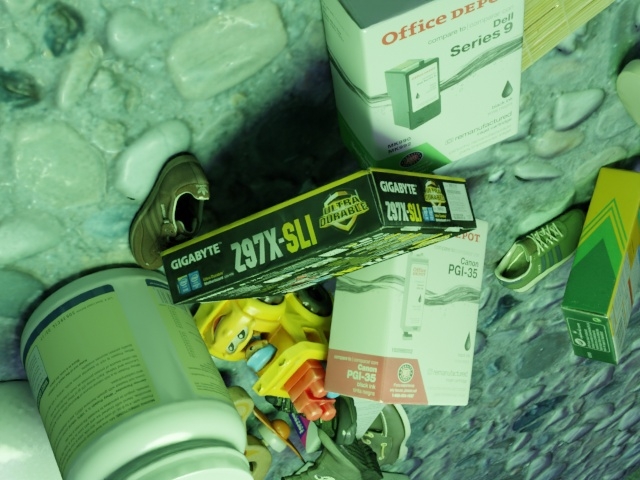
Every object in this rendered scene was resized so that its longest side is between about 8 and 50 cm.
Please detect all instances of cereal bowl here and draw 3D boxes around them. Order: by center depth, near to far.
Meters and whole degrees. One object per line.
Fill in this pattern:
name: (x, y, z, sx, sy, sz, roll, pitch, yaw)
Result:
cereal bowl: (-0.477, 0.362, 1.502, 0.339, 0.141, 0.339, -19, 143, -15)

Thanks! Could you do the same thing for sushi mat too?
sushi mat: (0.362, -0.352, 1.351, 0.316, 0.019, 0.151, -37, 144, 7)

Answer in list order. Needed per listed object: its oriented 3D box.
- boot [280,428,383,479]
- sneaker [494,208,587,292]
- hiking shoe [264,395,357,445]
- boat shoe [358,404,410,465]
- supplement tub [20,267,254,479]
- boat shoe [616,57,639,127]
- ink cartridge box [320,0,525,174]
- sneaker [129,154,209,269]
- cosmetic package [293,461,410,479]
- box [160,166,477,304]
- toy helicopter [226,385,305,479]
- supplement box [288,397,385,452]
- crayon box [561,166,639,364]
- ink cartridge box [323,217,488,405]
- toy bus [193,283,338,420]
boot: (0.002, 0.393, 1.766, 0.161, 0.083, 0.246, -26, 144, 6)
sneaker: (0.380, 0.016, 1.780, 0.086, 0.064, 0.192, 17, 123, -48)
hiking shoe: (-0.029, 0.256, 1.634, 0.114, 0.227, 0.086, -7, 119, -28)
boat shoe: (0.107, 0.360, 1.966, 0.091, 0.109, 0.305, -28, 149, -13)
supplement tub: (-0.239, 0.222, 1.342, 0.235, 0.325, 0.235, -20, 144, -15)
boat shoe: (0.577, -0.227, 1.605, 0.158, 0.127, 0.340, -51, 144, 1)
ink cartridge box: (0.126, -0.221, 1.244, 0.211, 0.121, 0.289, -24, 145, -8)
sneaker: (-0.191, -0.018, 1.302, 0.066, 0.071, 0.188, -5, 137, -33)
cosmetic package: (0.079, 0.596, 2.162, 0.155, 0.197, 0.366, -45, 142, 20)
box: (0.000, 0.000, 1.305, 0.322, 0.079, 0.257, -20, 171, 31)
toy helicopter: (-0.138, 0.350, 1.744, 0.235, 0.140, 0.355, -24, 146, -22)
supplement box: (0.043, 0.256, 1.785, 0.114, 0.111, 0.220, -1, 135, -36)
crayon box: (0.500, 0.023, 1.760, 0.323, 0.083, 0.203, -67, 152, -22)
ink cartridge box: (0.126, 0.091, 1.497, 0.207, 0.117, 0.283, 10, 86, -44)
toy bus: (-0.057, 0.167, 1.514, 0.220, 0.211, 0.149, 14, 127, -44)
